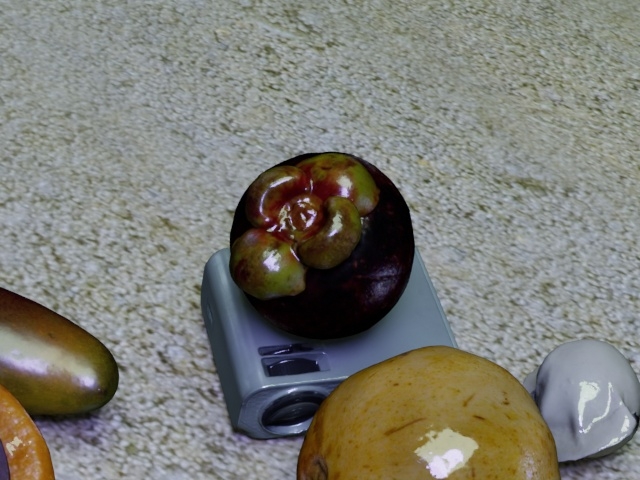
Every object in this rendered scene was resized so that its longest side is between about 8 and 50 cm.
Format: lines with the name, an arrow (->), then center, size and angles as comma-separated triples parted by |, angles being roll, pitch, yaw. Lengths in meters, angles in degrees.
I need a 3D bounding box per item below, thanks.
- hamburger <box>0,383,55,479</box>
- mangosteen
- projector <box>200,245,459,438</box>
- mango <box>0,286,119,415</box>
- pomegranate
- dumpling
hamburger -> -0.381, 0.277, 1.156 | 0.330, 0.250, 0.330 | 4, 50, -5
mangosteen -> 0.000, 0.000, 1.386 | 0.209, 0.210, 0.210 | 6, 46, -7
projector -> 0.009, 0.106, 1.503 | 0.250, 0.108, 0.198 | -5, 48, -18
mango -> -0.333, 0.115, 1.412 | 0.267, 0.111, 0.133 | 22, 31, 11
pomegranate -> 0.112, 0.226, 1.307 | 0.264, 0.264, 0.264 | 6, 46, -7
dumpling -> 0.284, 0.175, 1.516 | 0.150, 0.092, 0.176 | -7, 53, 0
